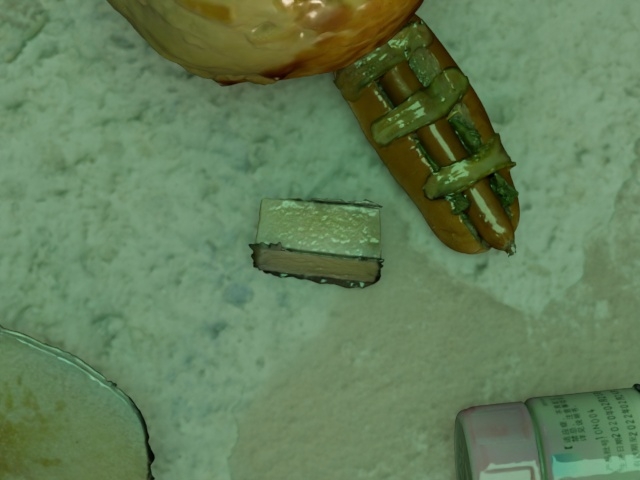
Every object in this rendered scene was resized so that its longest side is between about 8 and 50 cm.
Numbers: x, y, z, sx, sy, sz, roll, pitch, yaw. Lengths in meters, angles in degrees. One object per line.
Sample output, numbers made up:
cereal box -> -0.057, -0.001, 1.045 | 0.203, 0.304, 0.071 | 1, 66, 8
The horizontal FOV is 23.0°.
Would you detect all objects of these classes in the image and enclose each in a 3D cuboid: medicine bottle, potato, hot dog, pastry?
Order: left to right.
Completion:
potato -> -0.311, 0.218, 1.351 | 0.300, 0.196, 0.246 | -6, 60, -29
pastry -> -0.029, -0.311, 1.330 | 0.313, 0.388, 0.388 | 17, 83, -17
potato -> -0.002, 0.000, 1.433 | 0.122, 0.086, 0.061 | 6, 69, 0
hot dog -> 0.104, -0.099, 1.452 | 0.109, 0.072, 0.269 | -32, 84, -3
medicine bottle -> 0.209, 0.201, 1.388 | 0.169, 0.135, 0.135 | -4, 83, -2
